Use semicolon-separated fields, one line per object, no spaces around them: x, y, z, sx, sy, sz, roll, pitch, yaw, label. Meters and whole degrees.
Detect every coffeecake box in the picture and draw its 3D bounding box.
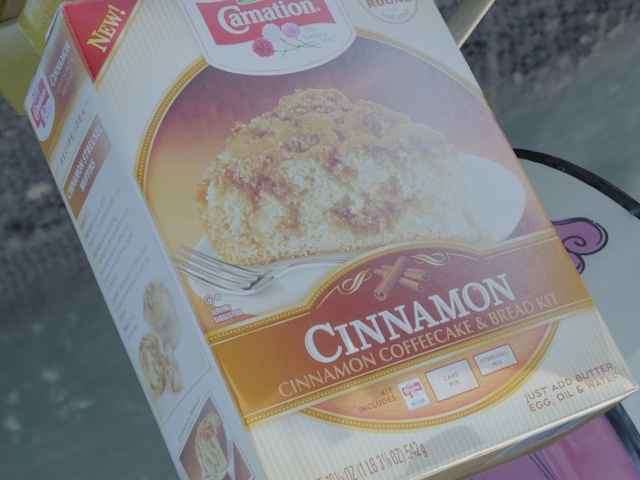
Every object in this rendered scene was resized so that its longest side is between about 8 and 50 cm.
0.000;0.000;0.494;0.142;0.185;0.068;-16;161;-30;coffeecake box

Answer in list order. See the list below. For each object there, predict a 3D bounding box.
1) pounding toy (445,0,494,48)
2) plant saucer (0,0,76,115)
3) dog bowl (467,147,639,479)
0.132;-0.199;0.781;0.183;0.110;0.237;-58;160;-12;pounding toy
-0.230;-0.288;1.320;0.081;0.333;0.332;20;85;-23;plant saucer
0.131;0.151;0.985;0.150;0.408;0.408;-28;143;-28;dog bowl
